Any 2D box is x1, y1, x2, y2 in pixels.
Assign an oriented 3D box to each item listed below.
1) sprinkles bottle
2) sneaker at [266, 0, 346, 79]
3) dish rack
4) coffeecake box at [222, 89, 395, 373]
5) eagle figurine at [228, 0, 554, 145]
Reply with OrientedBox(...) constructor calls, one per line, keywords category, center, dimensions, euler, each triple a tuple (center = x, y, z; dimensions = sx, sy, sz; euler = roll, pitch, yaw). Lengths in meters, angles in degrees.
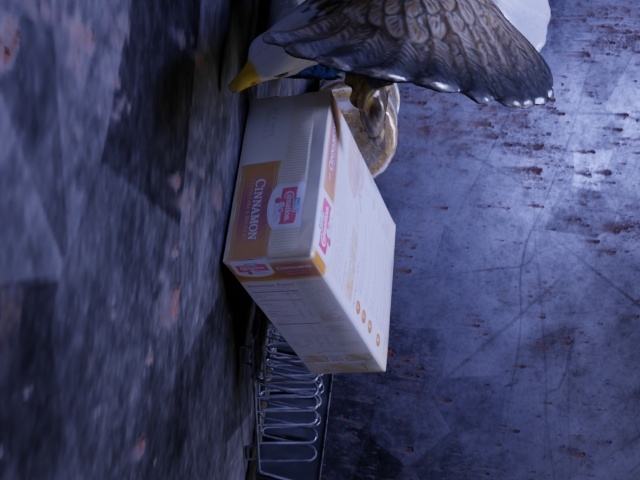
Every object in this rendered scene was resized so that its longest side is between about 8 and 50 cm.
OrientedBox(category="sprinkles bottle", center=(0.044, -0.166, 1.269), dimensions=(0.355, 0.121, 0.121), euler=(-74, 168, -73))
OrientedBox(category="sneaker", center=(-0.008, -0.180, 0.806), dimensions=(0.190, 0.071, 0.083), euler=(-29, 119, -86))
OrientedBox(category="dish rack", center=(-0.024, 0.091, 0.889), dimensions=(0.271, 0.074, 0.208), euler=(91, 4, -47))
OrientedBox(category="coffeecake box", center=(0.000, 0.000, 0.737), dimensions=(0.185, 0.068, 0.142), euler=(59, 31, -52))
OrientedBox(category="eagle figurine", center=(0.036, -0.156, 0.562), dimensions=(0.298, 0.226, 0.225), euler=(103, 11, -80))
